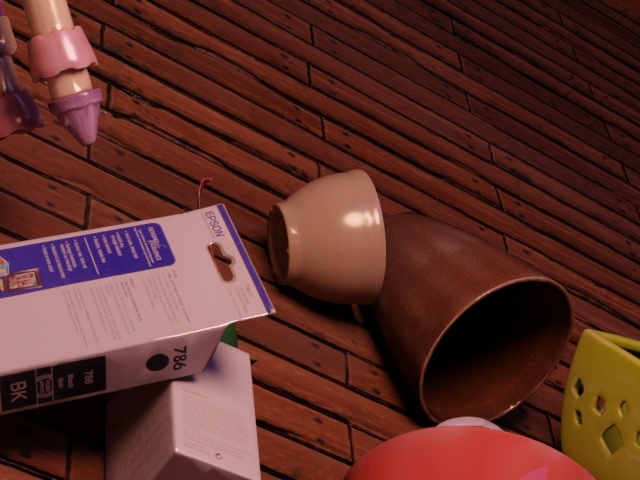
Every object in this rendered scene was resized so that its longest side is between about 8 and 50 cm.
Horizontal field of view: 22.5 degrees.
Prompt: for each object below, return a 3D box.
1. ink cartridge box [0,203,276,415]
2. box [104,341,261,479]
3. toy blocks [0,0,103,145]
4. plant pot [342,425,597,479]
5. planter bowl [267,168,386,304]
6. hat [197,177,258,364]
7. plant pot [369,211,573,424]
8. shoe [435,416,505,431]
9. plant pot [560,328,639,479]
[{"bbox_3d":[-0.221,0.065,1.456,0.332,0.065,0.165,-11,43,-16],"label":"ink cartridge box"},{"bbox_3d":[-0.130,0.186,1.490,0.091,0.130,0.170,25,33,-24],"label":"box"},{"bbox_3d":[-0.394,-0.106,1.558,0.288,0.309,0.260,-22,98,-45],"label":"toy blocks"},{"bbox_3d":[0.127,0.347,1.461,0.275,0.275,0.243,32,40,-14],"label":"plant pot"},{"bbox_3d":[0.000,0.000,1.895,0.109,0.162,0.162,-5,46,-18],"label":"planter bowl"},{"bbox_3d":[-0.127,0.009,1.631,0.208,0.184,0.173,14,-9,41],"label":"hat"},{"bbox_3d":[0.148,0.070,1.927,0.215,0.215,0.230,11,26,-41],"label":"plant pot"},{"bbox_3d":[0.206,0.263,1.839,0.178,0.063,0.081,25,27,-33],"label":"shoe"},{"bbox_3d":[0.411,0.256,1.897,0.227,0.207,0.228,16,11,-37],"label":"plant pot"}]
